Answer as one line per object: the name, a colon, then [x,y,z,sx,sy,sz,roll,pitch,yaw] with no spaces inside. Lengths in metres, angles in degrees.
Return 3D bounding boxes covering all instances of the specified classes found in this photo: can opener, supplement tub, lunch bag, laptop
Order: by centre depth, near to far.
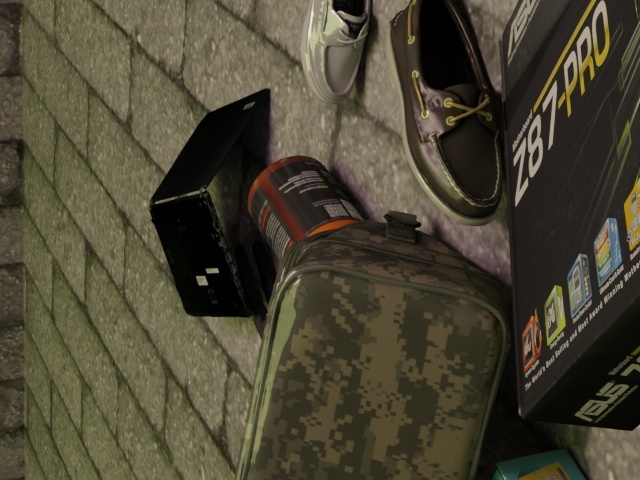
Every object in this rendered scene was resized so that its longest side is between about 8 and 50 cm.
lunch bag: [0.045,0.142,1.104,0.256,0.212,0.305,-60,-18,-76]
supplement tub: [0.000,0.000,1.309,0.198,0.106,0.106,57,144,43]
can opener: [-0.074,0.074,1.533,0.186,0.059,0.073,64,149,33]
laptop: [-0.129,-0.042,1.600,0.234,0.136,0.264,-7,103,65]

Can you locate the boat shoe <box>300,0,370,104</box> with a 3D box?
boat shoe: [0.025,-0.234,1.259,0.063,0.066,0.184,27,110,61]

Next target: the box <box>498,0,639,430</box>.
box: [0.208,-0.101,0.695,0.395,0.097,0.318,110,166,-62]

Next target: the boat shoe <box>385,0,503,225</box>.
boat shoe: [0.114,-0.123,1.070,0.069,0.081,0.228,120,139,-57]

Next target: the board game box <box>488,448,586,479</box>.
board game box: [0.190,0.389,1.045,0.254,0.079,0.336,61,147,39]
